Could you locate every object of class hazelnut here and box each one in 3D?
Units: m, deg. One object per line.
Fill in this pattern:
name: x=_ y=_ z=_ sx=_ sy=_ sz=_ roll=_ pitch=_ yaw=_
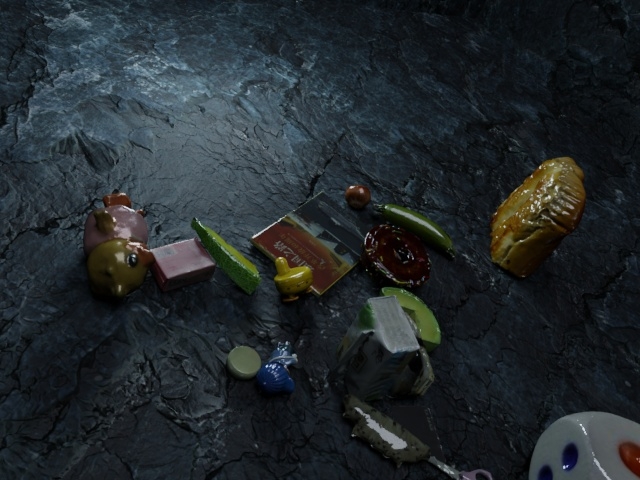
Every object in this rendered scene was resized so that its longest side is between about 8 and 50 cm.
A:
hazelnut: x=0.126 y=-0.146 z=2.077 sx=0.086 sy=0.086 sz=0.086 roll=14 pitch=41 yaw=-12

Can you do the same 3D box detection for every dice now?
dice: x=0.654 y=0.567 z=1.428 sx=0.259 sy=0.251 sz=0.243 roll=20 pitch=39 yaw=-6

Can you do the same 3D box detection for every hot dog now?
hot dog: x=0.748 y=-0.103 z=2.108 sx=0.196 sy=0.365 sz=0.367 roll=23 pitch=41 yaw=-5

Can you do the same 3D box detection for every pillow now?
pillow: x=0.143 y=0.453 z=1.453 sx=0.241 sy=0.051 sz=0.093 roll=33 pitch=52 yaw=9

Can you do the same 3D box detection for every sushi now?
sushi: x=0.223 y=0.285 z=1.639 sx=0.109 sy=0.134 sz=0.273 roll=23 pitch=23 yaw=-23

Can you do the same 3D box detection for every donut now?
donut: x=0.222 y=0.062 z=1.870 sx=0.235 sy=0.089 sz=0.235 roll=18 pitch=44 yaw=-18

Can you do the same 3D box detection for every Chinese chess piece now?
Chinese chess piece: x=-0.182 y=0.292 z=1.481 sx=0.084 sy=0.034 sz=0.084 roll=15 pitch=41 yaw=-14

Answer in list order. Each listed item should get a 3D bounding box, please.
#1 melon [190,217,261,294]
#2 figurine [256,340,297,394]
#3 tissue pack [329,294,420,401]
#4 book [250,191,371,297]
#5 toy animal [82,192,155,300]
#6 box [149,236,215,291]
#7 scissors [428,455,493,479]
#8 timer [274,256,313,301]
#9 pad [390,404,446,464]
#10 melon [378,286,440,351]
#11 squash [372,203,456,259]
melon: x=-0.252 y=0.027 z=1.683 sx=0.262 sy=0.053 sz=0.114 roll=45 pitch=25 yaw=3
figurine: x=-0.097 y=0.302 z=1.482 sx=0.086 sy=0.087 sz=0.149 roll=-8 pitch=35 yaw=20
tissue pack: x=0.110 y=0.265 z=1.499 sx=0.145 sy=0.229 sz=0.159 roll=0 pitch=48 yaw=-26
book: x=0.000 y=0.000 z=1.891 sx=0.263 sy=0.028 sz=0.374 roll=39 pitch=42 yaw=13
toy animal: x=-0.496 y=0.026 z=1.523 sx=0.169 sy=0.195 sz=0.281 roll=-30 pitch=50 yaw=1
box: x=-0.361 y=0.062 z=1.620 sx=0.156 sy=0.060 sz=0.111 roll=-16 pitch=53 yaw=-37
scissors: x=0.316 y=0.546 z=1.458 sx=0.212 sy=0.021 sz=0.110 roll=32 pitch=40 yaw=5
timer: x=-0.076 y=0.097 z=1.684 sx=0.107 sy=0.107 sz=0.109 roll=-27 pitch=106 yaw=-43
pad: x=0.236 y=0.471 z=1.516 sx=0.112 sy=0.003 sz=0.157 roll=6 pitch=43 yaw=-20
melon: x=0.252 y=0.222 z=1.749 sx=0.118 sy=0.064 sz=0.209 roll=-7 pitch=52 yaw=-33
squash: x=0.320 y=-0.047 z=2.067 sx=0.319 sy=0.071 sz=0.080 roll=31 pitch=80 yaw=4
